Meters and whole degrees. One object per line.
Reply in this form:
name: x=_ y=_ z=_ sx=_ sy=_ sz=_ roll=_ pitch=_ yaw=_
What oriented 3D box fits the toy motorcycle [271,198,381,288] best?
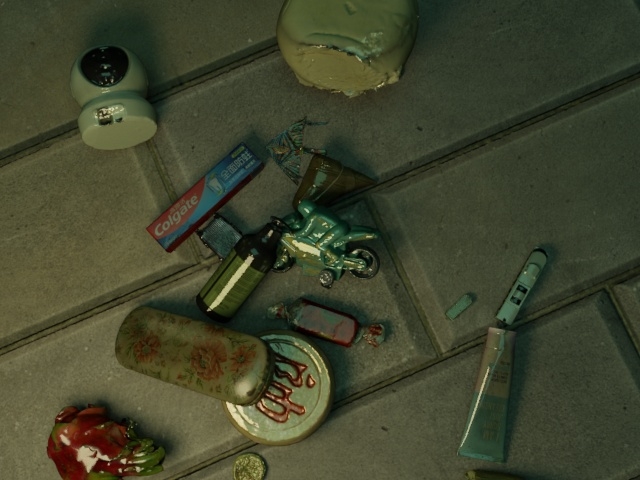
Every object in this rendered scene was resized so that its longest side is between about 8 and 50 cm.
toy motorcycle: x=0.002 y=0.000 z=1.855 sx=0.296 sy=0.109 sz=0.198 roll=9 pitch=113 yaw=18

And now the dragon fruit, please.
dragon fruit: x=-0.489 y=0.463 z=1.791 sx=0.269 sy=0.198 sz=0.200 roll=-13 pitch=55 yaw=-3

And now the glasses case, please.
glasses case: x=-0.291 y=0.257 z=1.778 sx=0.425 sy=0.098 sz=0.156 roll=11 pitch=74 yaw=30

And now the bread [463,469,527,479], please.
bread: x=0.420 y=0.621 z=1.774 sx=0.257 sy=0.124 sz=0.186 roll=2 pitch=80 yaw=-1

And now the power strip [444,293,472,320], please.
power strip: x=0.333 y=0.163 z=1.901 sx=0.083 sy=0.017 sz=0.027 roll=-40 pitch=82 yaw=-6

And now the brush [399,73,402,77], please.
brush: x=0.108 y=-0.415 z=1.998 sx=0.196 sy=0.021 sz=0.070 roll=-18 pitch=82 yaw=0

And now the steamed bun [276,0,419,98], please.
steamed bun: x=0.074 y=-0.509 z=1.903 sx=0.334 sy=0.233 sz=0.312 roll=22 pitch=70 yaw=12

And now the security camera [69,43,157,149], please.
security camera: x=-0.508 y=-0.361 z=1.914 sx=0.195 sy=0.194 sz=0.236 roll=-13 pitch=76 yaw=-2

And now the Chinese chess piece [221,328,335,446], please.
Chinese chess piece: x=-0.099 y=0.342 z=1.831 sx=0.270 sy=0.112 sz=0.270 roll=0 pitch=81 yaw=-1

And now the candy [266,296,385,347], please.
candy: x=0.012 y=0.197 z=1.878 sx=0.292 sy=0.059 sz=0.086 roll=17 pitch=85 yaw=4

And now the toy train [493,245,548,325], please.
toy train: x=0.489 y=0.107 z=1.895 sx=0.043 sy=0.047 sz=0.207 roll=31 pitch=84 yaw=4

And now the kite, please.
kite: x=-0.062 y=-0.228 z=1.971 sx=0.160 sy=0.010 sz=0.183 roll=6 pitch=81 yaw=0

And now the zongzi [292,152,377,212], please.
zongzi: x=0.029 y=-0.099 z=1.930 sx=0.178 sy=0.081 sz=0.189 roll=24 pitch=92 yaw=-16

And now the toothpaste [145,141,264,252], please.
toothpaste: x=-0.281 y=-0.105 z=1.927 sx=0.320 sy=0.066 sz=0.076 roll=-43 pitch=83 yaw=-7

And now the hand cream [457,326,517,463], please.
hand cream: x=0.401 y=0.362 z=1.846 sx=0.111 sy=0.070 sz=0.312 roll=9 pitch=85 yaw=-1

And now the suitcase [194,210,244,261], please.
suitcase: x=-0.236 y=-0.003 z=1.914 sx=0.126 sy=0.059 sz=0.086 roll=43 pitch=85 yaw=5

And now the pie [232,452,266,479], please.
pie: x=-0.168 y=0.541 z=1.843 sx=0.084 sy=0.021 sz=0.084 roll=0 pitch=77 yaw=-1

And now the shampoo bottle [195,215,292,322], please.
shampoo bottle: x=-0.175 y=0.061 z=1.840 sx=0.101 sy=0.101 sz=0.284 roll=39 pitch=102 yaw=6
